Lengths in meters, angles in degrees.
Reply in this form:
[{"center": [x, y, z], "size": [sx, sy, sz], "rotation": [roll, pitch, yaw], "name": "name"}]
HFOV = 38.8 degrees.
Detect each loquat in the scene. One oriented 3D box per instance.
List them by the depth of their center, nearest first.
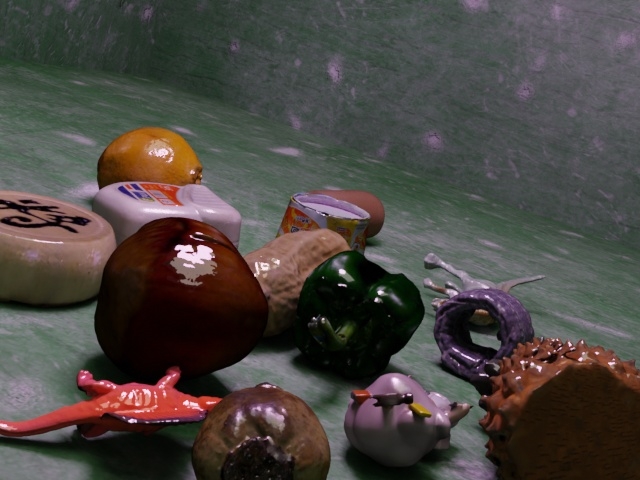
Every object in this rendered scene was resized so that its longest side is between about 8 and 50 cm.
[{"center": [-0.353, -0.135, 1.848], "size": [0.234, 0.176, 0.187], "rotation": [10, 53, 21], "name": "loquat"}]

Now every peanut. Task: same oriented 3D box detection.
[{"center": [-0.062, 0.072, 1.451], "size": [0.143, 0.159, 0.291], "rotation": [53, 33, 6], "name": "peanut"}]

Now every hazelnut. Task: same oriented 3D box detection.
[{"center": [-0.167, 0.081, 1.130], "size": [0.229, 0.229, 0.229], "rotation": [14, 14, -4], "name": "hazelnut"}]

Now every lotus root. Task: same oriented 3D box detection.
[{"center": [-0.057, 0.210, 0.936], "size": [0.138, 0.138, 0.214], "rotation": [16, 13, 2], "name": "lotus root"}]

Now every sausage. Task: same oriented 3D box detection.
[{"center": [0.051, -0.057, 2.087], "size": [0.123, 0.123, 0.253], "rotation": [24, 17, 31], "name": "sausage"}]

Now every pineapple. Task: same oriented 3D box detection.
[{"center": [0.299, 0.213, 1.184], "size": [0.223, 0.223, 0.357], "rotation": [15, 6, -2], "name": "pineapple"}]

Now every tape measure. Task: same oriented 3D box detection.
[{"center": [-0.274, -0.026, 1.629], "size": [0.265, 0.130, 0.258], "rotation": [2, 16, -26], "name": "tape measure"}]

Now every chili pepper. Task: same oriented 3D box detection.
[{"center": [0.039, 0.117, 1.321], "size": [0.174, 0.165, 0.261], "rotation": [39, 31, 7], "name": "chili pepper"}]

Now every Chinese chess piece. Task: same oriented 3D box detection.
[{"center": [-0.437, 0.008, 1.362], "size": [0.257, 0.104, 0.257], "rotation": [14, 15, -4], "name": "Chinese chess piece"}]

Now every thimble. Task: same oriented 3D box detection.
[{"center": [0.264, 0.150, 1.468], "size": [0.150, 0.150, 0.098], "rotation": [23, 15, 29], "name": "thimble"}]

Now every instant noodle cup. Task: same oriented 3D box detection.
[{"center": [0.000, 0.000, 1.756], "size": [0.205, 0.153, 0.205], "rotation": [14, 13, -3], "name": "instant noodle cup"}]

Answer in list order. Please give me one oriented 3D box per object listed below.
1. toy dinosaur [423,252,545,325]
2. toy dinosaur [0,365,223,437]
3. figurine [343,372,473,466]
[{"center": [0.312, 0.103, 1.806], "size": [0.393, 0.092, 0.205], "rotation": [6, 17, -38], "name": "toy dinosaur"}, {"center": [-0.215, 0.181, 0.937], "size": [0.286, 0.070, 0.139], "rotation": [3, 5, -32], "name": "toy dinosaur"}, {"center": [0.103, 0.218, 1.114], "size": [0.137, 0.112, 0.229], "rotation": [17, 3, 32], "name": "figurine"}]
